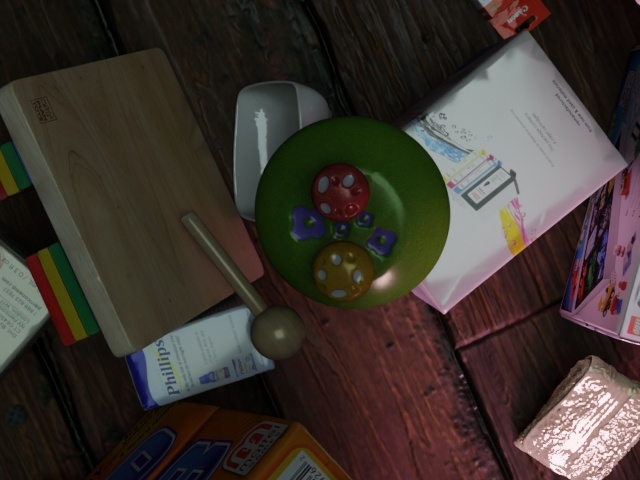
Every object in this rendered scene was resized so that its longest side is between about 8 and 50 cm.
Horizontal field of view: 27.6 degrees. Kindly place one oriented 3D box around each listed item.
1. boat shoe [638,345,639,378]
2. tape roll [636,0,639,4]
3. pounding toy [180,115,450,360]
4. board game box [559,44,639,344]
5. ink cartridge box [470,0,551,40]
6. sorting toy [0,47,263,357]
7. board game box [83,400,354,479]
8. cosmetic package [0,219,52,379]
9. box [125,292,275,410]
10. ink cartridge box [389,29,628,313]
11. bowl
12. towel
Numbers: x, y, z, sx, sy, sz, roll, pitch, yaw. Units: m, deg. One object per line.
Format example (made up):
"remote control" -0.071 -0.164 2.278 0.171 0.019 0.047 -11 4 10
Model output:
"boat shoe" 0.413 0.012 1.368 0.123 0.123 0.342 10 105 11
"tape roll" 0.445 -0.316 1.276 0.392 0.072 0.392 9 58 -14
"pounding toy" 0.000 0.000 1.171 0.237 0.110 0.183 -32 97 15
"board game box" 0.330 -0.053 1.320 0.053 0.193 0.305 15 92 -7
"ink cartridge box" 0.189 -0.267 1.373 0.063 0.029 0.115 -40 96 -3
"sorting toy" -0.196 -0.036 1.249 0.089 0.255 0.257 -23 94 28
"board game box" -0.089 0.397 1.150 0.356 0.356 0.356 49 69 -15
"cosmetic package" -0.383 0.121 1.271 0.129 0.153 0.296 41 87 -5
"box" -0.123 0.106 1.311 0.137 0.126 0.072 -17 97 -5
"ink cartridge box" 0.147 -0.068 1.309 0.233 0.171 0.168 -39 96 -2
"bowl" -0.034 -0.088 1.312 0.053 0.142 0.142 1 92 -30
"towel" 0.286 0.196 1.383 0.110 0.027 0.148 29 120 -7
